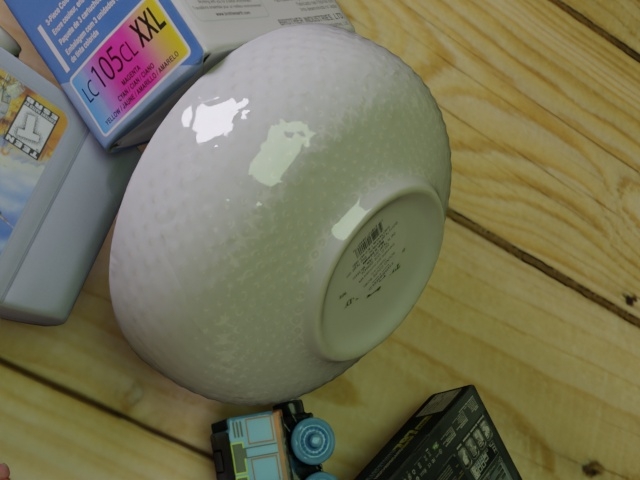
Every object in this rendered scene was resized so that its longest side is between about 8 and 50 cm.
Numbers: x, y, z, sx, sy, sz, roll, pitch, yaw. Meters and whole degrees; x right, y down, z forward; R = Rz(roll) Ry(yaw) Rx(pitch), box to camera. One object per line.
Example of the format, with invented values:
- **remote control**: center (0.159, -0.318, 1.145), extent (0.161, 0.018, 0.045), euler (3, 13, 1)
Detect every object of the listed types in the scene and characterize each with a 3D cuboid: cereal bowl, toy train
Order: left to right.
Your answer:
- **toy train**: center (-0.036, 0.235, 0.887), extent (0.105, 0.080, 0.184), euler (-6, 79, -20)
- **cereal bowl**: center (0.000, 0.000, 0.829), extent (0.141, 0.338, 0.339), euler (32, 52, 32)

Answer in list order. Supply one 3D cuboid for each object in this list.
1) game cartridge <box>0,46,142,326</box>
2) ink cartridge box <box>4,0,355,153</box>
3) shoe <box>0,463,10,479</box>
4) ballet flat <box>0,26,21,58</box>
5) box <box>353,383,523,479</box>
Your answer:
- **game cartridge**: center (-0.290, -0.066, 0.756), extent (0.297, 0.062, 0.198), euler (36, 54, -30)
- **ink cartridge box**: center (-0.177, -0.296, 0.883), extent (0.395, 0.151, 0.270), euler (58, 31, 3)
- **shoe**: center (-0.314, 0.229, 0.753), extent (0.178, 0.063, 0.081), euler (-11, 78, -35)
- **ballet flat**: center (-0.308, -0.125, 0.855), extent (0.106, 0.108, 0.315), euler (-12, 90, -34)
- **box**: center (0.112, 0.269, 0.912), extent (0.233, 0.059, 0.183), euler (-36, 99, -49)
